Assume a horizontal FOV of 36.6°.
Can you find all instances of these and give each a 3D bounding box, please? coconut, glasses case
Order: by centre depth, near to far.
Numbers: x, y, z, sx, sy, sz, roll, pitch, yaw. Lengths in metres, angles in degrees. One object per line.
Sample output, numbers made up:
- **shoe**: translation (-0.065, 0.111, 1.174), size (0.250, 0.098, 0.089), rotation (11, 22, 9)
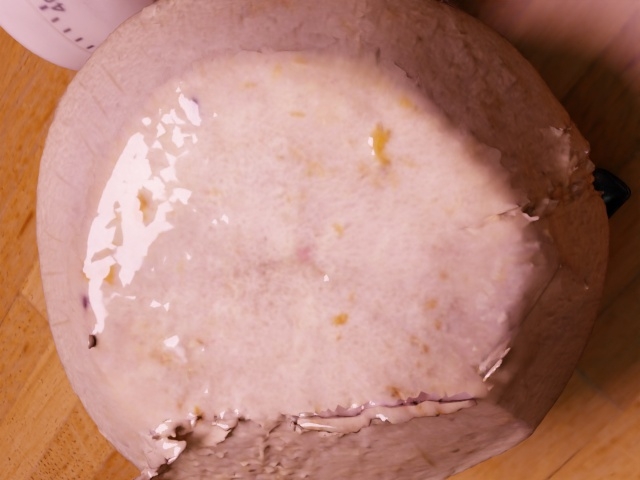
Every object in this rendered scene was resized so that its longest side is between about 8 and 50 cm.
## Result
- **coconut**: translation (0.000, 0.000, 0.643), size (0.346, 0.360, 0.346), rotation (0, 97, 2)
- **glasses case**: translation (0.186, -0.015, 0.704), size (0.033, 0.023, 0.083), rotation (45, 119, 11)

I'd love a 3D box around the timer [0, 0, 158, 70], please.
- **timer**: translation (-0.193, -0.242, 0.746), size (0.240, 0.233, 0.233), rotation (-12, 97, 29)
